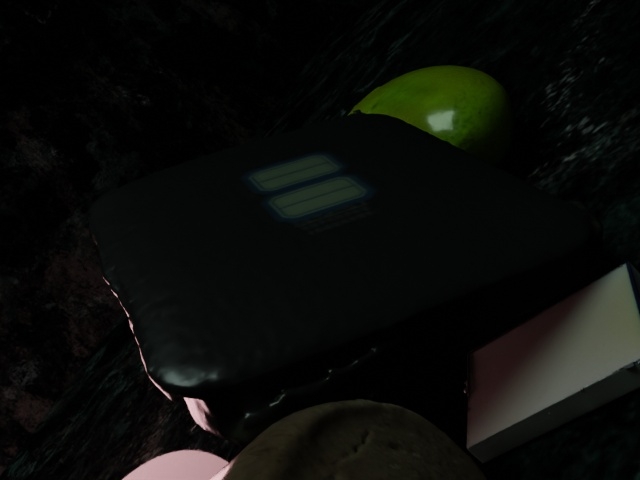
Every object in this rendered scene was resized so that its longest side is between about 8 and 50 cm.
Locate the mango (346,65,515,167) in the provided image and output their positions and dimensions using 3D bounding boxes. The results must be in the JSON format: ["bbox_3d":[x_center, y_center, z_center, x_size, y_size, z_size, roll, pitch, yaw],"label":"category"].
[{"bbox_3d":[0.133,-0.129,0.898,0.185,0.149,0.273,-47,20,-25],"label":"mango"}]

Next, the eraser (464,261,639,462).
[{"bbox_3d":[0.168,0.088,0.530,0.150,0.023,0.104,-38,19,30],"label":"eraser"}]

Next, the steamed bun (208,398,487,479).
[{"bbox_3d":[-0.033,0.233,0.392,0.251,0.199,0.301,-38,19,30],"label":"steamed bun"}]

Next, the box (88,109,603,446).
[{"bbox_3d":[0.000,0.000,0.635,0.359,0.091,0.350,-22,32,-19],"label":"box"}]
